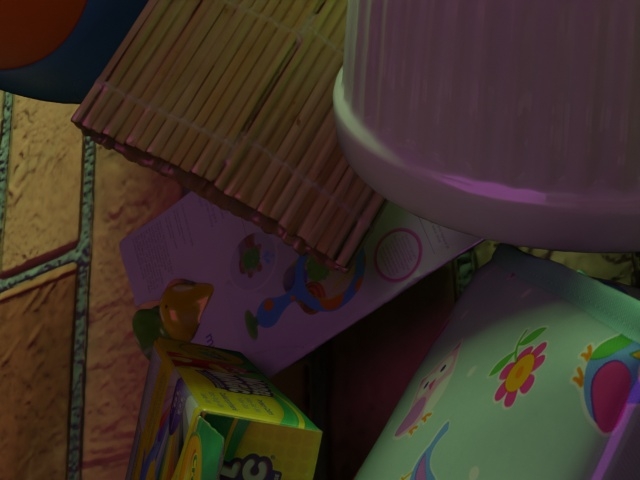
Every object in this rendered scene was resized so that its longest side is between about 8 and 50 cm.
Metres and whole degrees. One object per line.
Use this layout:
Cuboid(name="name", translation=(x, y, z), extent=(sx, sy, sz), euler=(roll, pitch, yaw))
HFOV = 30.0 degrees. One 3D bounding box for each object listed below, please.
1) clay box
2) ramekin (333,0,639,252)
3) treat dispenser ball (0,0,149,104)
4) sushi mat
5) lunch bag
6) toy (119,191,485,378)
Cuboid(name="clay box", translation=(-0.051, 0.122, 0.513), extent=(0.222, 0.053, 0.127), euler=(-162, 84, -76))
Cuboid(name="ramekin", translation=(0.106, -0.094, 0.483), extent=(0.207, 0.207, 0.109), euler=(32, 137, 43))
Cuboid(name="treat dispenser ball", translation=(-0.141, -0.224, 0.704), extent=(0.288, 0.288, 0.288), euler=(-16, 63, 35))
Cuboid(name="sushi mat", translation=(0.022, -0.150, 0.604), extent=(0.316, 0.151, 0.019), euler=(-60, 0, -15))
Cuboid(name="lunch bag", translation=(0.082, 0.122, 0.460), extent=(0.223, 0.160, 0.262), euler=(-64, 12, 3))
Cuboid(name="toy", translation=(0.000, 0.000, 0.651), extent=(0.237, 0.056, 0.137), euler=(-32, 56, 20))
